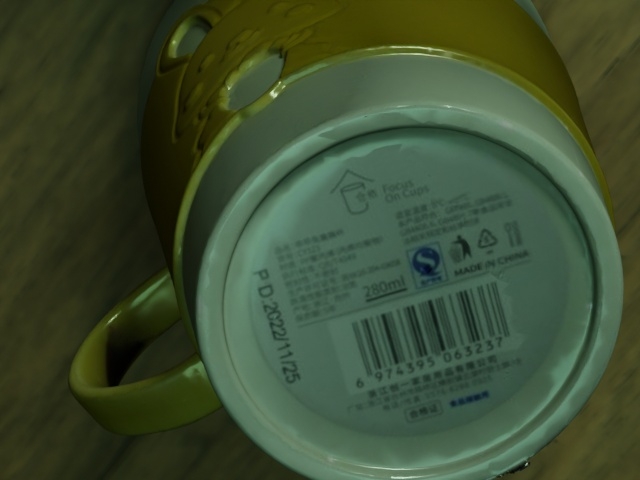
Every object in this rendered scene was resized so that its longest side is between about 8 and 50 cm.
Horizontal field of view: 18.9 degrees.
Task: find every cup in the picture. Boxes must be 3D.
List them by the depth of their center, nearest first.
[{"bbox_3d":[0.000,0.000,0.738,0.241,0.226,0.185,-38,110,9],"label":"cup"}]
